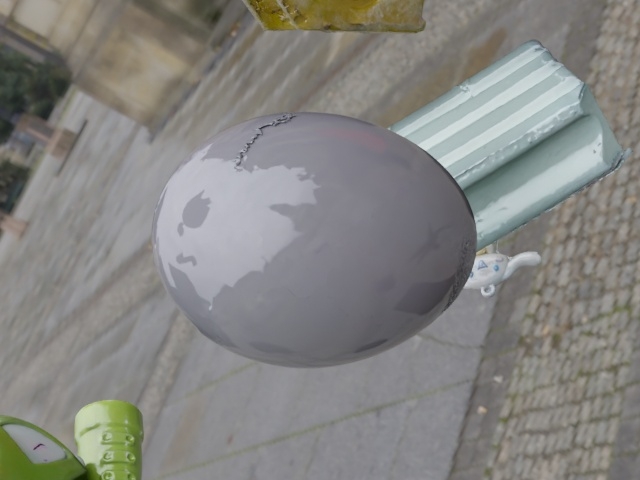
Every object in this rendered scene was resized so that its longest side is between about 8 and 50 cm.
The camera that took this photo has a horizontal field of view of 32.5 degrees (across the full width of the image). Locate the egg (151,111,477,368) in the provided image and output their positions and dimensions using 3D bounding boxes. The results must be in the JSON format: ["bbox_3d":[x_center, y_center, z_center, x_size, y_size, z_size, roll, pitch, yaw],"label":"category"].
[{"bbox_3d":[0.000,0.000,0.633,0.146,0.198,0.147,-2,87,56],"label":"egg"}]

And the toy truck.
[{"bbox_3d":[-0.203,0.214,0.796,0.187,0.210,0.148,60,139,33],"label":"toy truck"}]

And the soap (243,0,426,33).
[{"bbox_3d":[-0.008,-0.260,0.877,0.160,0.257,0.080,-48,33,-14],"label":"soap"}]

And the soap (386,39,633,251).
[{"bbox_3d":[0.120,-0.056,0.937,0.261,0.094,0.150,-30,29,7],"label":"soap"}]

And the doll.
[{"bbox_3d":[0.196,0.022,1.391,0.135,0.071,0.113,-36,64,3],"label":"doll"}]
